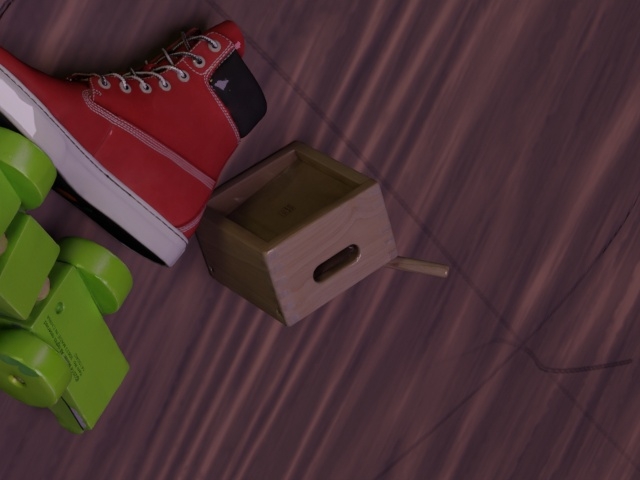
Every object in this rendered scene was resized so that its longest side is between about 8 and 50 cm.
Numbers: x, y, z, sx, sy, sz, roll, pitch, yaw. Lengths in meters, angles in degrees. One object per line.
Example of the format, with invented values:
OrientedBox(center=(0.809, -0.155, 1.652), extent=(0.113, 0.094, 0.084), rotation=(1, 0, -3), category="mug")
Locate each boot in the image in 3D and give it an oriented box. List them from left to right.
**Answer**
OrientedBox(center=(-0.145, -0.114, 1.361), extent=(0.244, 0.088, 0.176), rotation=(41, 77, -42), category="boot")

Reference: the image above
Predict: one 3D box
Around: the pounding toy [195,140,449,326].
OrientedBox(center=(0.000, 0.000, 1.483), extent=(0.141, 0.130, 0.100), rotation=(-32, 126, -22), category="pounding toy")

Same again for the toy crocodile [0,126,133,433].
OrientedBox(center=(-0.224, 0.019, 1.333), extent=(0.115, 0.105, 0.340), rotation=(-62, 147, -26), category="toy crocodile")
